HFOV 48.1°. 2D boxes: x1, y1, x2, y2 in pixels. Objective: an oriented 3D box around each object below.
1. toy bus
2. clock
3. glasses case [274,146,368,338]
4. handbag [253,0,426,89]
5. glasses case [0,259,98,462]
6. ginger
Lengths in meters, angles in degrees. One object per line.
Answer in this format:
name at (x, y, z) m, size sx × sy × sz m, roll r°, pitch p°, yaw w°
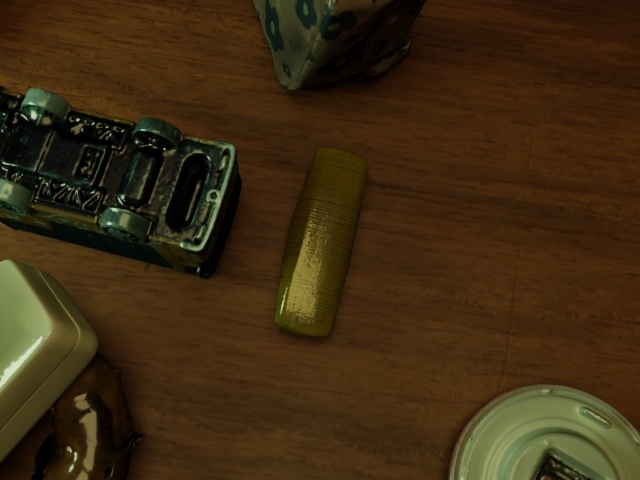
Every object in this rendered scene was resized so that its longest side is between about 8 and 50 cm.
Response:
toy bus at (-0.231, -0.057, 0.801) m, size 0.275 × 0.167 × 0.138 m, roll 13°, pitch 73°, yaw 5°
clock at (0.261, 0.280, 0.794) m, size 0.244 × 0.056 × 0.244 m, roll 1°, pitch 74°, yaw -4°
glasses case at (0.000, 0.000, 0.852) m, size 0.079 × 0.064 × 0.234 m, roll 14°, pitch 73°, yaw -2°
handbag at (0.040, -0.307, 0.859) m, size 0.193 × 0.251 × 0.190 m, roll -17°, pitch 82°, yaw -19°
glasses case at (-0.366, 0.172, 0.713) m, size 0.313 × 0.070 × 0.131 m, roll -48°, pitch 56°, yaw 0°
ginger at (-0.272, 0.263, 0.733) m, size 0.133 × 0.107 × 0.309 m, roll 19°, pitch 75°, yaw -6°
